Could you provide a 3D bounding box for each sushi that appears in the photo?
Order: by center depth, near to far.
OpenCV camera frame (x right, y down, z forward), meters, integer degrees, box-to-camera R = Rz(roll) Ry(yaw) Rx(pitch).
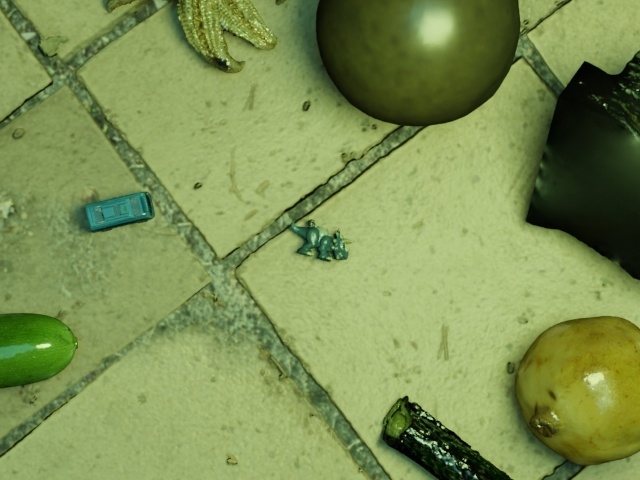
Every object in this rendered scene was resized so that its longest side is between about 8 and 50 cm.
[{"bbox_3d":[0.410,-0.105,1.604,0.227,0.215,0.212,25,51,17],"label":"sushi"}]

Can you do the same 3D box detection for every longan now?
[{"bbox_3d":[0.119,-0.266,1.576,0.258,0.258,0.258,0,87,-4],"label":"longan"}]

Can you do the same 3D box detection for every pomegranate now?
[{"bbox_3d":[0.328,0.189,1.597,0.196,0.196,0.196,0,87,-4],"label":"pomegranate"}]

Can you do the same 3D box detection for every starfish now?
[{"bbox_3d":[-0.158,-0.320,1.649,0.216,0.071,0.238,-28,83,-11],"label":"starfish"}]

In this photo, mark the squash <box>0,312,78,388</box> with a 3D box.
[{"bbox_3d":[-0.486,0.146,1.578,0.379,0.101,0.101,-5,87,-4],"label":"squash"}]

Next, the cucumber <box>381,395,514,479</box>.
[{"bbox_3d":[0.186,0.291,1.635,0.245,0.067,0.067,36,85,0],"label":"cucumber"}]

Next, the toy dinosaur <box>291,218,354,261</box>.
[{"bbox_3d":[0.000,0.000,1.655,0.083,0.030,0.047,15,85,-4],"label":"toy dinosaur"}]

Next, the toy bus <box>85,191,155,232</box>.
[{"bbox_3d":[-0.252,-0.037,1.631,0.083,0.046,0.038,-13,88,-4],"label":"toy bus"}]
